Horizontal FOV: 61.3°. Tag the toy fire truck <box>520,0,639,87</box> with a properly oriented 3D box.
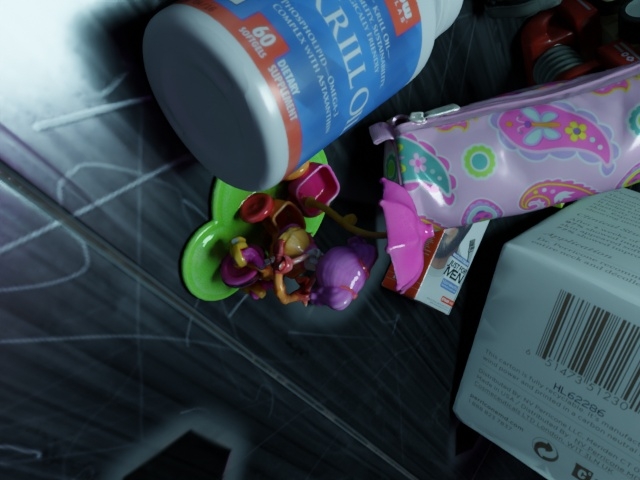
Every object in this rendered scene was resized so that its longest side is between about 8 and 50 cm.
[{"bbox_3d":[0.294,-0.177,0.658,0.246,0.217,0.158,-21,134,11],"label":"toy fire truck"}]

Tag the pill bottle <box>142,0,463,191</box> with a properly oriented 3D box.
[{"bbox_3d":[0.002,-0.142,0.378,0.221,0.124,0.124,-42,133,-26],"label":"pill bottle"}]

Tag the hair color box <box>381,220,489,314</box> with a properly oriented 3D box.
[{"bbox_3d":[0.147,-0.004,0.643,0.093,0.053,0.167,26,86,-48],"label":"hair color box"}]

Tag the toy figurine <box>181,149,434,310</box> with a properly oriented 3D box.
[{"bbox_3d":[0.000,0.000,0.409,0.173,0.159,0.130,-49,135,-19],"label":"toy figurine"}]

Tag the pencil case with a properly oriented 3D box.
[{"bbox_3d":[0.194,-0.090,0.507,0.124,0.284,0.124,-12,90,-82],"label":"pencil case"}]

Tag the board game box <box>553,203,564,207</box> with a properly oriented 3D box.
[{"bbox_3d":[0.401,-0.149,0.857,0.181,0.043,0.092,-49,136,-20],"label":"board game box"}]

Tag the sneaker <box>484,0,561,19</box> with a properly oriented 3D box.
[{"bbox_3d":[0.176,-0.279,0.516,0.295,0.104,0.147,-36,125,-37],"label":"sneaker"}]

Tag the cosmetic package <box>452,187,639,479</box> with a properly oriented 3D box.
[{"bbox_3d":[0.471,0.150,0.816,0.393,0.329,0.327,-21,129,-40],"label":"cosmetic package"}]
